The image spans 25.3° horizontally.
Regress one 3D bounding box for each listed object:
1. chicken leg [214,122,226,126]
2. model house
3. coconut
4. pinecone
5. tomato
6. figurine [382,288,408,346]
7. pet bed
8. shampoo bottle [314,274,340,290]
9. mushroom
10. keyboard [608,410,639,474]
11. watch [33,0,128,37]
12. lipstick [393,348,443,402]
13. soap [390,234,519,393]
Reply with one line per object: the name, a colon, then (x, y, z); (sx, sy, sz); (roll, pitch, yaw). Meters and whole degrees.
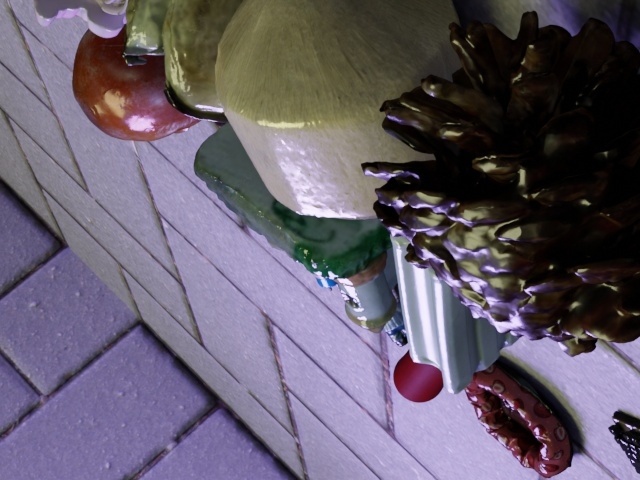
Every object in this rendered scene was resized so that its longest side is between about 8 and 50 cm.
chicken leg: (-0.128, -0.199, 1.930); (0.105, 0.063, 0.234); (56, 164, -4)
model house: (0.022, -0.007, 1.762); (0.267, 0.194, 0.325); (39, 164, 30)
coconut: (0.022, -0.158, 1.345); (0.237, 0.237, 0.266); (36, 165, 38)
pinecone: (0.181, -0.049, 1.152); (0.298, 0.242, 0.296); (13, 143, 54)
tomato: (-0.283, -0.231, 2.115); (0.214, 0.155, 0.180); (42, 158, 26)
figurine: (0.084, 0.094, 2.016); (0.077, 0.079, 0.136); (-29, 99, 31)
pet bed: (0.263, 0.236, 1.907); (0.201, 0.053, 0.201); (49, 168, 15)
shampoo bottle: (0.000, 0.000, 2.017); (0.050, 0.087, 0.183); (-7, 136, 18)
mushroom: (-0.097, -0.266, 1.492); (0.190, 0.267, 0.164); (14, 136, -17)
keyboard: (0.438, 0.268, 1.571); (0.106, 0.027, 0.317); (57, 163, -25)
watch: (-0.288, -0.384, 1.738); (0.244, 0.196, 0.231); (51, 157, 7)
lipstick: (0.155, 0.166, 1.980); (0.080, 0.080, 0.241); (47, 163, 9)
soap: (0.164, 0.036, 1.529); (0.087, 0.160, 0.265); (42, 162, 28)
